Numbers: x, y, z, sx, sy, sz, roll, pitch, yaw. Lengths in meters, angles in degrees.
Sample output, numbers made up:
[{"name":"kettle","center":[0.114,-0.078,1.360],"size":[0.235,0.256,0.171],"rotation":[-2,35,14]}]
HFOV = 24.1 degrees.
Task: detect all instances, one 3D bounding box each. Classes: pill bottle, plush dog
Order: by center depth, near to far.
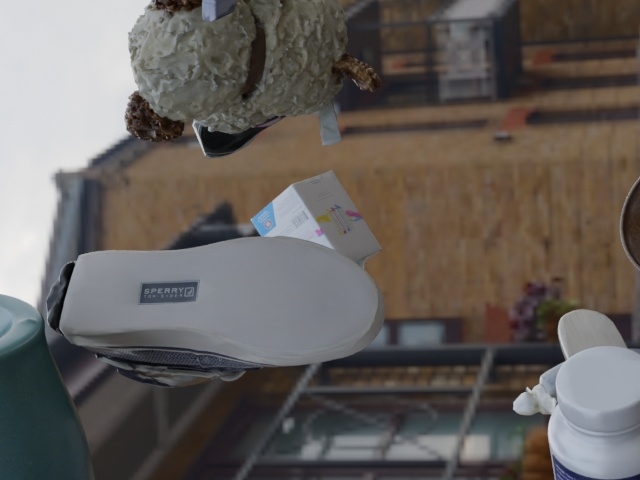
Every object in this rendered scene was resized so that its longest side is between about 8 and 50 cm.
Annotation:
[{"name":"pill bottle","center":[0.260,0.190,1.327],"size":[0.112,0.112,0.186],"rotation":[-75,-23,-50]},{"name":"plush dog","center":[-0.085,-0.184,1.456],"size":[0.225,0.210,0.262],"rotation":[-12,-50,-38]}]

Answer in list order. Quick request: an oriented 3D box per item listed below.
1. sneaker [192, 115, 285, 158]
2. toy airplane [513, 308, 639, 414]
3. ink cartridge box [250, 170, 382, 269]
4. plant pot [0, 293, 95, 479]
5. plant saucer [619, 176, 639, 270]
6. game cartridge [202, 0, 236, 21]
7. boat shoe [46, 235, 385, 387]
[{"name":"sneaker","center":[-0.065,-0.160,1.696],"size":[0.072,0.178,0.077],"rotation":[54,167,-9]},{"name":"toy airplane","center":[0.364,0.304,1.658],"size":[0.272,0.386,0.384],"rotation":[31,-98,-57]},{"name":"ink cartridge box","center":[0.000,0.000,1.917],"size":[0.090,0.092,0.143],"rotation":[-23,-101,-51]},{"name":"plant pot","center":[-0.336,0.191,1.371],"size":[0.271,0.272,0.255],"rotation":[-57,-32,-67]},{"name":"plant saucer","center":[0.405,-0.025,1.520],"size":[0.036,0.199,0.198],"rotation":[49,-143,-41]},{"name":"game cartridge","center":[-0.084,-0.231,1.280],"size":[0.056,0.017,0.083],"rotation":[-41,-39,-63]},{"name":"boat shoe","center":[-0.084,0.080,1.470],"size":[0.158,0.341,0.127],"rotation":[53,-135,-59]}]
